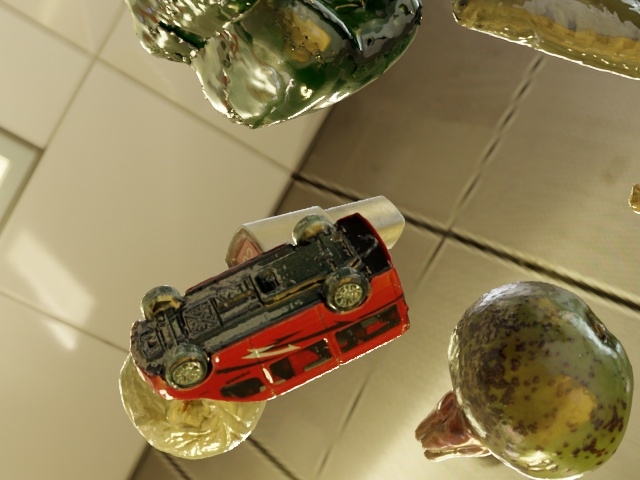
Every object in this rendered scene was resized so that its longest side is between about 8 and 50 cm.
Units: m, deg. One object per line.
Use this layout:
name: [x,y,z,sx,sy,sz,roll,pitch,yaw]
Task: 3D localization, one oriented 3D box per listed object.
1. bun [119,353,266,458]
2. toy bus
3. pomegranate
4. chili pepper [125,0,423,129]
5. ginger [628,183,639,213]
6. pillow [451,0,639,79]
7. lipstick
bun: [-0.206,0.234,1.980,0.244,0.244,0.153,-50,180,19]
toy bus: [-0.037,0.059,0.906,0.195,0.089,0.081,-25,-139,-5]
pomegranate: [0.203,0.161,1.333,0.248,0.214,0.214,-34,-143,25]
chili pepper: [-0.036,-0.227,0.970,0.249,0.233,0.256,-58,-161,-24]
ginger: [0.428,-0.003,1.439,0.053,0.193,0.176,-63,-162,-7]
pillow: [0.240,-0.207,1.170,0.051,0.241,0.093,110,-7,-57]
lipstick: [0.000,0.000,1.664,0.077,0.252,0.079,51,-44,26]
